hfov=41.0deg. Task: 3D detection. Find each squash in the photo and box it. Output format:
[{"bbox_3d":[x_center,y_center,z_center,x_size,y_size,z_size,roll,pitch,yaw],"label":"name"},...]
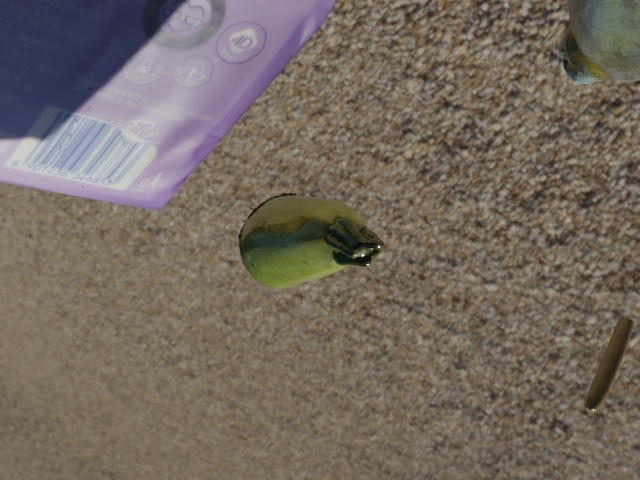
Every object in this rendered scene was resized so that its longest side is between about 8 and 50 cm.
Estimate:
[{"bbox_3d":[-0.005,-0.015,1.088,0.137,0.137,0.287,47,159,-9],"label":"squash"}]

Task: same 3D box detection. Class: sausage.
[{"bbox_3d":[0.358,0.154,1.059,0.024,0.132,0.024,26,159,10],"label":"sausage"}]

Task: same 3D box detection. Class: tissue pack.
[{"bbox_3d":[-0.193,-0.163,0.499,0.242,0.338,0.160,-45,53,29],"label":"tissue pack"}]

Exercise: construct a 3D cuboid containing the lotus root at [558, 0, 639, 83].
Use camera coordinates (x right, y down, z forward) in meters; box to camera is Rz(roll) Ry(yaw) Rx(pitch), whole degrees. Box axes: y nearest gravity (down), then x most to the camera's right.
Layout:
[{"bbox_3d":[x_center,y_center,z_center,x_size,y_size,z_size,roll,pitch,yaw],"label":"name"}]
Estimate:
[{"bbox_3d":[0.274,-0.208,0.658,0.140,0.158,0.322,40,158,16],"label":"lotus root"}]
